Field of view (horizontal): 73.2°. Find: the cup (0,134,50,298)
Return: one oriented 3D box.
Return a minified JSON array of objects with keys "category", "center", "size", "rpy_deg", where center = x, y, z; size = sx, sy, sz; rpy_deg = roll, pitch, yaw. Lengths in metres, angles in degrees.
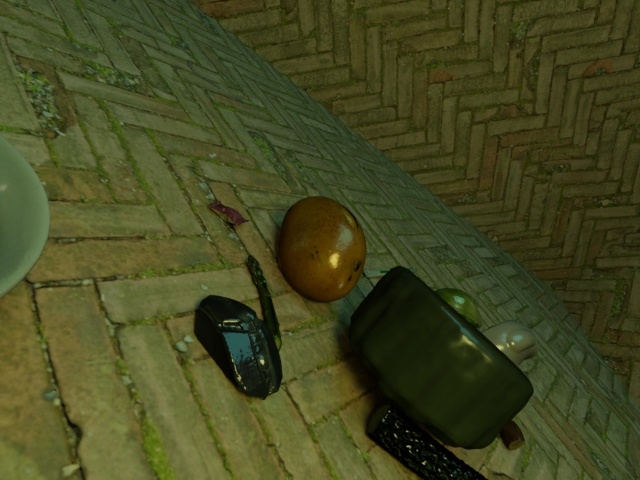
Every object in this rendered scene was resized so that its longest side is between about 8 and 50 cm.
[{"category":"cup","center":[-0.441,-0.006,0.354],"size":[0.347,0.163,0.347],"rpy_deg":[32,27,-19]}]

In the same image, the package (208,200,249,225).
[{"category":"package","center":[-0.203,-0.059,0.951],"size":[0.083,0.029,0.059],"rpy_deg":[35,21,7]}]

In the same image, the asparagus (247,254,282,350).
[{"category":"asparagus","center":[-0.104,0.116,0.811],"size":[0.034,0.027,0.236],"rpy_deg":[34,24,-43]}]

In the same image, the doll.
[{"category":"doll","center":[0.477,0.332,1.128],"size":[0.250,0.221,0.221],"rpy_deg":[-15,56,-30]}]

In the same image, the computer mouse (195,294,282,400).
[{"category":"computer mouse","center":[-0.123,0.155,0.680],"size":[0.192,0.062,0.105],"rpy_deg":[51,26,21]}]

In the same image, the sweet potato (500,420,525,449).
[{"category":"sweet potato","center":[0.462,0.462,1.061],"size":[0.049,0.049,0.117],"rpy_deg":[36,15,-12]}]

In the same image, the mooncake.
[{"category":"mooncake","center":[0.223,0.226,0.855],"size":[0.356,0.194,0.356],"rpy_deg":[42,6,-5]}]

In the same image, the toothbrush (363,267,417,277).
[{"category":"toothbrush","center":[0.215,0.099,1.315],"size":[0.303,0.030,0.030],"rpy_deg":[2,45,-51]}]

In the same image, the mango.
[{"category":"mango","center":[0.000,0.000,0.974],"size":[0.159,0.191,0.290],"rpy_deg":[30,21,-40]}]

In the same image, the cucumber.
[{"category":"cucumber","center":[0.208,0.394,0.764],"size":[0.300,0.072,0.072],"rpy_deg":[39,25,-7]}]

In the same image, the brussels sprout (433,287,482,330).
[{"category":"brussels sprout","center":[0.344,0.199,1.157],"size":[0.183,0.146,0.132],"rpy_deg":[-2,54,4]}]
